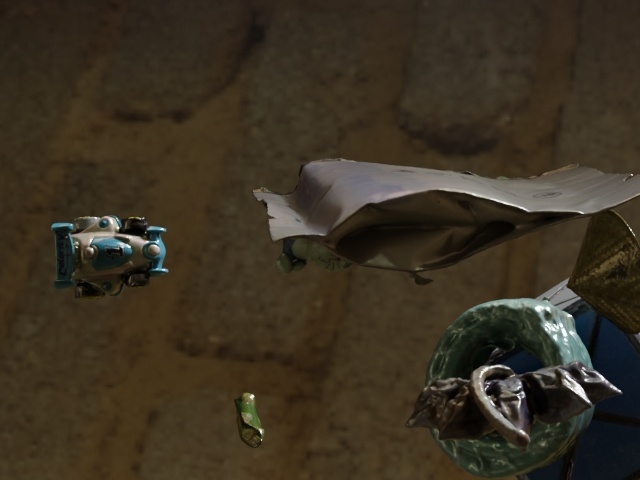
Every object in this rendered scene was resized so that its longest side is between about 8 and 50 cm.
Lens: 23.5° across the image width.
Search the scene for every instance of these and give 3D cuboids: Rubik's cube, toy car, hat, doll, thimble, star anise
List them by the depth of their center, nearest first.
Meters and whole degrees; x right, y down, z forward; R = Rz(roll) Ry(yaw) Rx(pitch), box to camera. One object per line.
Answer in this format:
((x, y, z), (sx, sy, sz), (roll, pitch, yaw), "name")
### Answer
((0.000, 0.000, 1.565), (0.076, 0.083, 0.050), (103, -3, -47), "doll")
((0.199, 0.169, 1.607), (0.262, 0.230, 0.081), (10, 75, -80), "star anise")
((0.303, 0.042, 1.708), (0.146, 0.067, 0.146), (166, -90, -76), "hat")
((0.242, 0.180, 1.909), (0.143, 0.198, 0.235), (13, 100, -66), "thimble")
((0.363, 0.206, 2.133), (0.259, 0.260, 0.255), (57, 14, -3), "Rubik's cube")
((-0.316, 0.023, 2.276), (0.098, 0.161, 0.126), (10, 77, -72), "toy car")

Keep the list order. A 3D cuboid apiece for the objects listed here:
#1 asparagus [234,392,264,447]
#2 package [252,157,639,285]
((-0.064, 0.162, 1.379), (0.108, 0.021, 0.025), (-120, -153, -75), "asparagus")
((0.083, -0.021, 1.043), (0.204, 0.251, 0.062), (-125, -150, -78), "package")
